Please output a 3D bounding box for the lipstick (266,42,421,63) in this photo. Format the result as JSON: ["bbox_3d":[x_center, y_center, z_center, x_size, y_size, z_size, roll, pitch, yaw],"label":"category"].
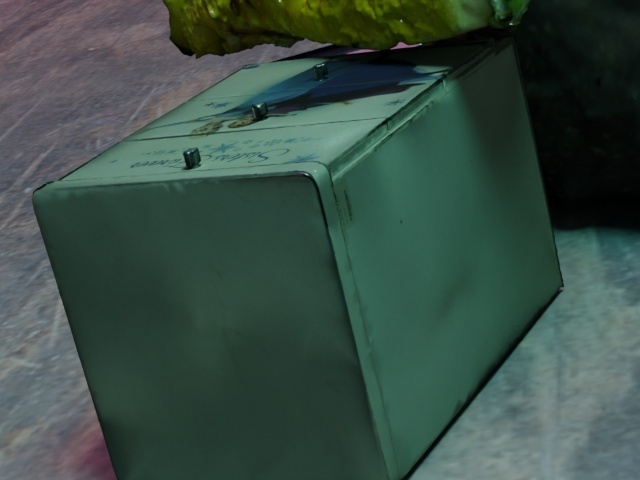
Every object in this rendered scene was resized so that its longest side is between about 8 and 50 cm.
[{"bbox_3d":[0.157,-0.135,1.166,0.418,0.077,0.077,-14,19,-2],"label":"lipstick"}]

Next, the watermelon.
[{"bbox_3d":[0.016,-0.152,0.851,0.123,0.129,0.301,12,-1,-31],"label":"watermelon"}]

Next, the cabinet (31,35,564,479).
[{"bbox_3d":[0.000,0.000,0.787,0.145,0.150,0.206,-3,22,31],"label":"cabinet"}]

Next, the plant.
[{"bbox_3d":[0.140,-0.126,0.974,0.199,0.188,0.276,-25,22,-34],"label":"plant"}]
